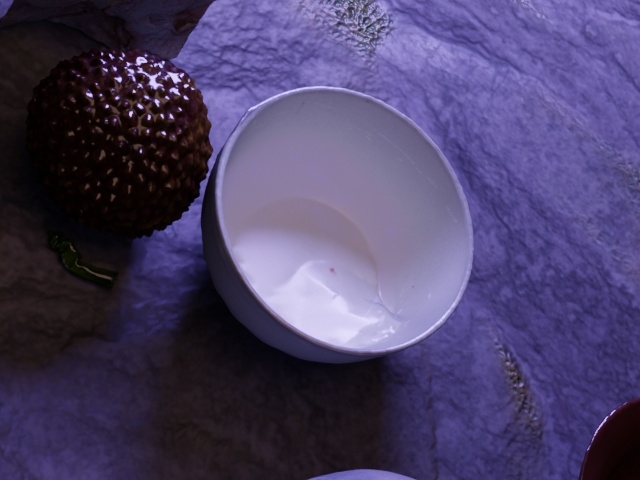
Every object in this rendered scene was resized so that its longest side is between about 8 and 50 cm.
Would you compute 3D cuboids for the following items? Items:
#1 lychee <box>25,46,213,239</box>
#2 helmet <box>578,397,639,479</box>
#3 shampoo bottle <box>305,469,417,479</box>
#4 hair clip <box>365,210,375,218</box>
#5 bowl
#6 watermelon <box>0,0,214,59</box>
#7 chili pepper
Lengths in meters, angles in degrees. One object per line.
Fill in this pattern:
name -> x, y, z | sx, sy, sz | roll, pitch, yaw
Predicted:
lychee -> -0.190, -0.091, 1.716 | 0.188, 0.188, 0.188 | 10, 63, -21
helmet -> 0.371, 0.350, 1.749 | 0.385, 0.230, 0.337 | 34, 55, 2
shampoo bottle -> 0.007, 0.343, 1.549 | 0.266, 0.273, 0.273 | -18, 76, -24
hair clip -> 0.090, -0.037, 1.913 | 0.115, 0.030, 0.039 | -35, 104, -31
bowl -> 0.000, 0.000, 1.778 | 0.277, 0.145, 0.277 | 10, 65, -21
watermelon -> -0.200, -0.301, 1.801 | 0.193, 0.310, 0.232 | 12, 101, -21
chili pepper -> -0.231, 0.019, 1.735 | 0.083, 0.022, 0.027 | 38, 90, -7
